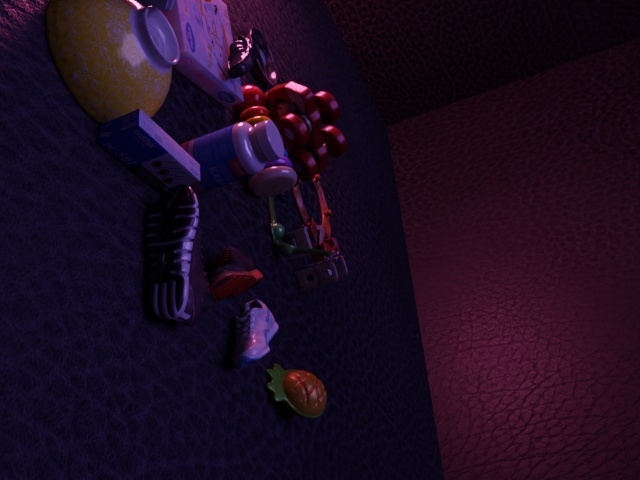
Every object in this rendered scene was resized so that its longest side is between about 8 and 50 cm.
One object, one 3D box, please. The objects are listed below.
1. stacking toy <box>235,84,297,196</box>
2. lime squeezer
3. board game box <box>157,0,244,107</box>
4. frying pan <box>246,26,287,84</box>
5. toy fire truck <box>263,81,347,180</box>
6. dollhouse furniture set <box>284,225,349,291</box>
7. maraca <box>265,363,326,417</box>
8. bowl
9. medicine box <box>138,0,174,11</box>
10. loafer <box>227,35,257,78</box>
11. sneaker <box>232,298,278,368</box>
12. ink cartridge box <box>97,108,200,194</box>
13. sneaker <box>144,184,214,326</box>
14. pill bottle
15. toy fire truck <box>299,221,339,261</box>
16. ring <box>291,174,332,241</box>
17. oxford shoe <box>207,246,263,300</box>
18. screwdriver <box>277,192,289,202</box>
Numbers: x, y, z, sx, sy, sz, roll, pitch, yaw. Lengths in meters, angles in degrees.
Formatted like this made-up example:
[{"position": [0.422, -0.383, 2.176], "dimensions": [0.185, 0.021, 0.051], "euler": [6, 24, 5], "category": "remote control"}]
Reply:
[{"position": [-0.169, -0.297, 1.925], "dimensions": [0.141, 0.141, 0.330], "euler": [31, 41, -65], "category": "stacking toy"}, {"position": [-0.098, -0.026, 1.940], "dimensions": [0.059, 0.110, 0.310], "euler": [10, 32, -53], "category": "lime squeezer"}, {"position": [-0.322, -0.554, 1.787], "dimensions": [0.318, 0.066, 0.318], "euler": [31, 45, -66], "category": "board game box"}, {"position": [-0.177, -0.604, 2.316], "dimensions": [0.326, 0.053, 0.197], "euler": [12, 62, -73], "category": "frying pan"}, {"position": [-0.076, -0.338, 2.033], "dimensions": [0.169, 0.254, 0.302], "euler": [-41, 140, -26], "category": "toy fire truck"}, {"position": [-0.012, 0.043, 2.073], "dimensions": [0.129, 0.129, 0.183], "euler": [-23, 95, -73], "category": "dollhouse furniture set"}, {"position": [-0.060, 0.371, 1.678], "dimensions": [0.186, 0.099, 0.127], "euler": [30, 34, -29], "category": "maraca"}, {"position": [-0.369, -0.370, 1.315], "dimensions": [0.289, 0.156, 0.289], "euler": [-18, 90, -73], "category": "bowl"}, {"position": [-0.374, -0.605, 1.304], "dimensions": [0.289, 0.264, 0.149], "euler": [-87, -161, -48], "category": "medicine box"}, {"position": [-0.219, -0.495, 1.828], "dimensions": [0.078, 0.076, 0.223], "euler": [61, 16, -25], "category": "loafer"}, {"position": [-0.162, 0.213, 1.543], "dimensions": [0.092, 0.087, 0.228], "euler": [61, 12, -13], "category": "sneaker"}, {"position": [-0.332, -0.169, 1.335], "dimensions": [0.207, 0.097, 0.046], "euler": [46, 31, -55], "category": "ink cartridge box"}, {"position": [-0.271, 0.041, 1.353], "dimensions": [0.162, 0.106, 0.281], "euler": [57, 31, -60], "category": "sneaker"}, {"position": [-0.202, -0.198, 1.555], "dimensions": [0.124, 0.222, 0.124], "euler": [-17, 90, -73], "category": "pill bottle"}, {"position": [0.000, 0.000, 2.262], "dimensions": [0.192, 0.047, 0.135], "euler": [-21, 100, -64], "category": "toy fire truck"}, {"position": [-0.026, -0.147, 2.384], "dimensions": [0.336, 0.032, 0.336], "euler": [-17, 90, -72], "category": "ring"}, {"position": [-0.208, 0.069, 1.512], "dimensions": [0.098, 0.097, 0.271], "euler": [55, 2, 6], "category": "oxford shoe"}, {"position": [-0.145, -0.158, 2.059], "dimensions": [0.170, 0.025, 0.024], "euler": [37, 39, -48], "category": "screwdriver"}]
